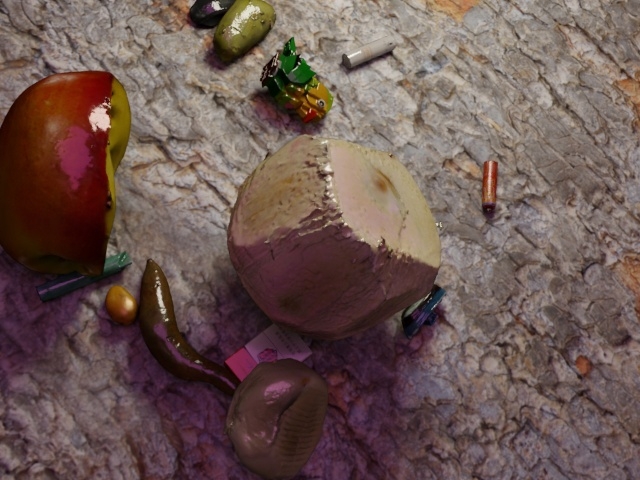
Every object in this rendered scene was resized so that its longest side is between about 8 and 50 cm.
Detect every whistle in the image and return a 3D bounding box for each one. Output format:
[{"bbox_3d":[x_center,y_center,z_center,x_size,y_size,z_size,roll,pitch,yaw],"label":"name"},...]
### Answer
[{"bbox_3d":[-0.470,0.071,1.363,0.186,0.039,0.039,-24,76,-18],"label":"whistle"}]

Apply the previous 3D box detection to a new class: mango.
[{"bbox_3d":[-0.396,0.127,1.355,0.060,0.046,0.089,-19,62,-18],"label":"mango"}]

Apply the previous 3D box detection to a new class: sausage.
[{"bbox_3d":[0.398,-0.125,1.606,0.034,0.034,0.129,12,68,-7],"label":"sausage"}]

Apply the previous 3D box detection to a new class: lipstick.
[{"bbox_3d":[0.120,-0.464,1.673,0.141,0.040,0.040,-28,78,-19],"label":"lipstick"}]

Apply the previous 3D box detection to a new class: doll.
[{"bbox_3d":[-0.051,-0.357,1.566,0.186,0.106,0.134,49,54,-9],"label":"doll"}]

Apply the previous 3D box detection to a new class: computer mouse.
[{"bbox_3d":[-0.253,-0.563,1.634,0.135,0.047,0.079,-32,80,-22],"label":"computer mouse"}]

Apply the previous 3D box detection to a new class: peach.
[{"bbox_3d":[-0.496,-0.143,1.295,0.243,0.306,0.380,9,64,-13],"label":"peach"}]

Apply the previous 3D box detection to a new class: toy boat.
[{"bbox_3d":[0.222,0.153,1.458,0.137,0.060,0.060,-45,108,-27],"label":"toy boat"}]

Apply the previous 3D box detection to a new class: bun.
[{"bbox_3d":[-0.086,0.325,1.271,0.145,0.229,0.229,15,64,27],"label":"bun"}]

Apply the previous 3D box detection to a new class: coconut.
[{"bbox_3d":[0.000,0.000,1.320,0.405,0.404,0.404,4,70,-10],"label":"coconut"}]

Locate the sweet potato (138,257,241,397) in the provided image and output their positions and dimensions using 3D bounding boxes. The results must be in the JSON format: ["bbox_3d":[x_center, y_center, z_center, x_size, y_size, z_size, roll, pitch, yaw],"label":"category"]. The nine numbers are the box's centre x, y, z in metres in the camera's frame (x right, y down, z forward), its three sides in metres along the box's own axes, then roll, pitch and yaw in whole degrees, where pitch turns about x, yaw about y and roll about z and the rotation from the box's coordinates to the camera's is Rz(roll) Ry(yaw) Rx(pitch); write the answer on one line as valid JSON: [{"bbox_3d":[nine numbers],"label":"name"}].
[{"bbox_3d":[-0.283,0.190,1.328,0.108,0.079,0.346,-36,76,-10],"label":"sweet potato"}]

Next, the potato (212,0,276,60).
[{"bbox_3d":[-0.184,-0.500,1.606,0.105,0.085,0.188,42,70,-18],"label":"potato"}]

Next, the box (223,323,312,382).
[{"bbox_3d":[-0.105,0.238,1.370,0.152,0.048,0.100,-37,79,-18],"label":"box"}]
